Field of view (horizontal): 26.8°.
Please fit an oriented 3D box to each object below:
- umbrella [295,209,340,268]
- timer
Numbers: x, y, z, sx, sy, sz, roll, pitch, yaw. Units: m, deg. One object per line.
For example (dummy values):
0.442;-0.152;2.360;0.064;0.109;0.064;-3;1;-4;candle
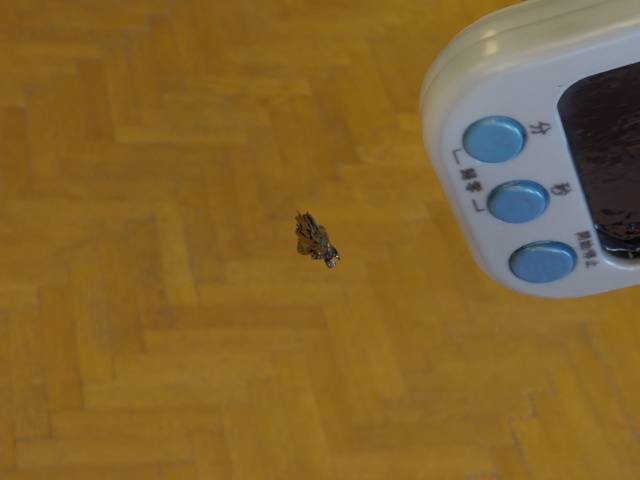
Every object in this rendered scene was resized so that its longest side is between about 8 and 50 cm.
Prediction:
-0.002;0.000;0.781;0.020;0.031;0.083;-7;11;-4;umbrella
0.200;-0.069;0.924;0.237;0.262;0.087;-16;48;13;timer
